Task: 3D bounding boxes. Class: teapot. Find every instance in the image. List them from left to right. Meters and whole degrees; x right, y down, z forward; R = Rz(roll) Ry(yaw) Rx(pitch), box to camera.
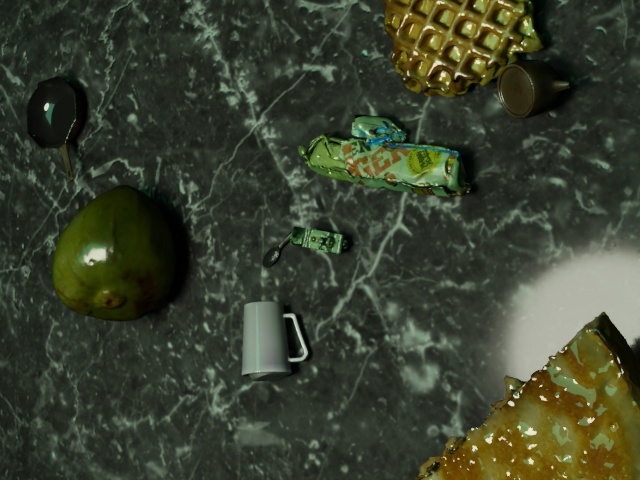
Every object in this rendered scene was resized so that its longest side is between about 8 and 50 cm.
[{"bbox_3d":[0.280,-0.205,1.543,0.121,0.068,0.076,10,113,57],"label":"teapot"}]

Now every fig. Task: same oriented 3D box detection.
[{"bbox_3d":[-0.336,0.014,1.893,0.203,0.203,0.225,-31,48,30],"label":"fig"}]

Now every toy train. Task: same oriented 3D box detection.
[{"bbox_3d":[0.000,0.000,1.729,0.083,0.053,0.033,10,90,38],"label":"toy train"}]

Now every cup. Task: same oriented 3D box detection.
[{"bbox_3d":[-0.070,0.153,1.762,0.104,0.074,0.116,-5,76,12],"label":"cup"}]

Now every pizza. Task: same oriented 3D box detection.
[{"bbox_3d":[0.260,0.315,1.465,0.406,0.130,0.440,-7,91,36],"label":"pizza"}]

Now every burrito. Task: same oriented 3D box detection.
[{"bbox_3d":[0.094,-0.127,1.673,0.288,0.054,0.104,10,91,36],"label":"burrito"}]

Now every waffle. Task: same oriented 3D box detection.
[{"bbox_3d":[0.192,-0.326,1.611,0.243,0.058,0.238,-22,81,31],"label":"waffle"}]

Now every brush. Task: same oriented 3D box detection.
[{"bbox_3d":[-0.064,0.012,1.802,0.083,0.008,0.024,-46,58,24],"label":"brush"}]

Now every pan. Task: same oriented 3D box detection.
[{"bbox_3d":[-0.475,-0.193,2.097,0.128,0.048,0.202,-9,78,36],"label":"pan"}]
